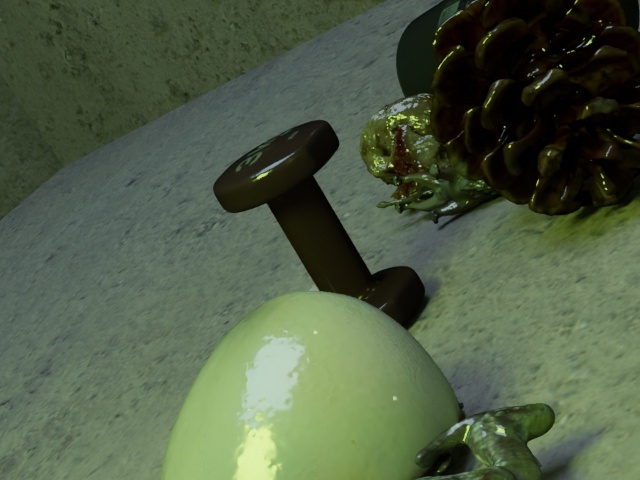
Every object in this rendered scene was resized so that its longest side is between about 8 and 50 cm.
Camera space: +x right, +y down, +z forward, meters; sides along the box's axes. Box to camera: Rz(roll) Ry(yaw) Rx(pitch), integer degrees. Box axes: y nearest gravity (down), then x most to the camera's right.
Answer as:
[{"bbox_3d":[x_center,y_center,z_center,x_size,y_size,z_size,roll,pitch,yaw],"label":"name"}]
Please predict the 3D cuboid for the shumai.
[{"bbox_3d":[0.128,-0.115,1.960,0.139,0.123,0.105,-21,23,-9],"label":"shumai"}]

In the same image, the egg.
[{"bbox_3d":[-0.038,0.156,1.268,0.286,0.174,0.264,-41,12,-17],"label":"egg"}]

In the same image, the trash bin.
[{"bbox_3d":[0.257,-0.253,1.964,0.214,0.214,0.334,-42,9,-33],"label":"trash bin"}]

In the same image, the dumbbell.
[{"bbox_3d":[0.000,0.000,1.602,0.124,0.225,0.140,-21,16,34],"label":"dumbbell"}]

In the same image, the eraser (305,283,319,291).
[{"bbox_3d":[0.011,0.061,1.803,0.038,0.019,0.083,-37,15,-25],"label":"eraser"}]

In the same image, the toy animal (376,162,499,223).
[{"bbox_3d":[0.140,-0.057,1.839,0.220,0.069,0.086,-11,3,44],"label":"toy animal"}]

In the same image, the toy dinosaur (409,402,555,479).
[{"bbox_3d":[0.077,0.196,1.035,0.294,0.077,0.162,-23,17,-36],"label":"toy dinosaur"}]

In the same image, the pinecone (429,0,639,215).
[{"bbox_3d":[0.230,-0.143,1.600,0.244,0.244,0.309,-31,24,5],"label":"pinecone"}]
